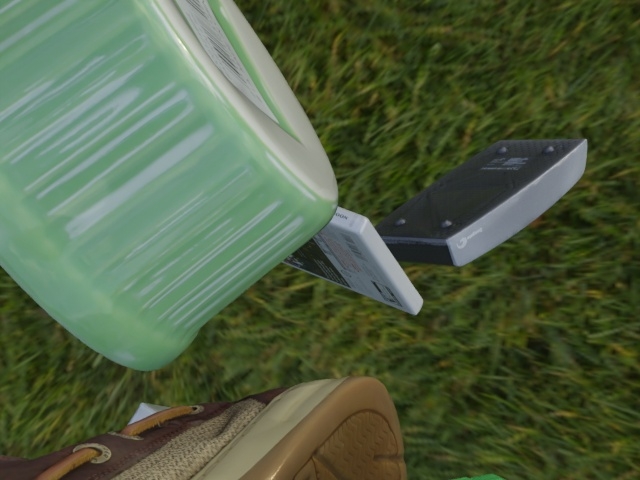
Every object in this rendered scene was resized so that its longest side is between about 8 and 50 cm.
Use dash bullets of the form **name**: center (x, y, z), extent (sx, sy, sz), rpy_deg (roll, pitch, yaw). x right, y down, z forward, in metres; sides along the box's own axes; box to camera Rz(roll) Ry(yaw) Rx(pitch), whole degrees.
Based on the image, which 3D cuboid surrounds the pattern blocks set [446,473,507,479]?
- **pattern blocks set**: center (0.087, 0.352, 1.372), extent (0.285, 0.026, 0.325), rpy_deg (5, 103, -20)

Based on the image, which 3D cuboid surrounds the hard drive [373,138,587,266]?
- **hard drive**: center (0.194, -0.047, 1.926), extent (0.255, 0.172, 0.054), rpy_deg (-35, 112, -31)

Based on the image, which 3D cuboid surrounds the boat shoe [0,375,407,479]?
- **boat shoe**: center (-0.094, 0.135, 0.558), extent (0.123, 0.342, 0.123), rpy_deg (4, 112, 30)

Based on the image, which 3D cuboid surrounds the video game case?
- **video game case**: center (0.000, 0.000, 1.559), extent (0.173, 0.190, 0.022), rpy_deg (21, 73, 29)

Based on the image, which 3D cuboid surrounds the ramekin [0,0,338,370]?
- **ramekin**: center (-0.121, -0.088, 0.942), extent (0.148, 0.303, 0.303), rpy_deg (-34, 92, 9)

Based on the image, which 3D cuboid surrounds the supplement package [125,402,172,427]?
- **supplement package**: center (-0.089, 0.276, 1.096), extent (0.199, 0.198, 0.262), rpy_deg (31, 87, 12)
